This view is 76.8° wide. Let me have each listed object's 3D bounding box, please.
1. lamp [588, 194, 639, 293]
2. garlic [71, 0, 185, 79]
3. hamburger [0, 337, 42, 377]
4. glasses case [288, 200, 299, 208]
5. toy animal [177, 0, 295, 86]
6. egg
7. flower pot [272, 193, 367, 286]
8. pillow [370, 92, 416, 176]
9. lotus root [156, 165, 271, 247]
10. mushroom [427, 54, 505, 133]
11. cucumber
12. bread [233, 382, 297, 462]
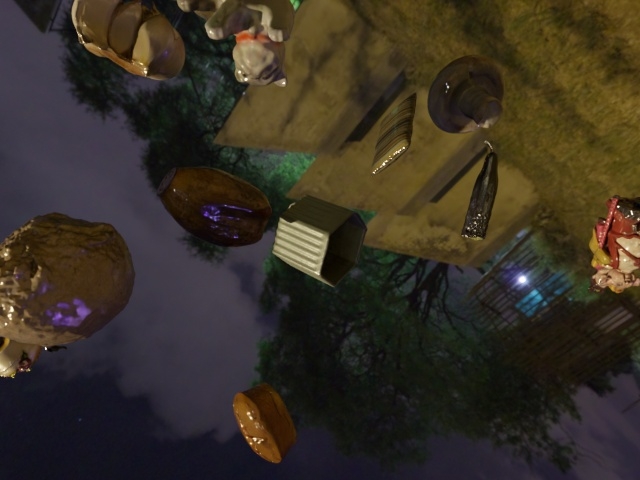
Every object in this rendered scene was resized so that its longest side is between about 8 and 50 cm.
[{"bbox_3d":[0.646,0.029,0.872,0.119,0.253,0.118,1,-155,0],"label":"lamp"},{"bbox_3d":[-0.519,-0.575,1.133,0.281,0.203,0.185,21,-177,-21],"label":"garlic"},{"bbox_3d":[-0.896,0.310,1.188,0.116,0.210,0.172,34,-123,-42],"label":"hamburger"},{"bbox_3d":[-0.076,-0.071,1.889,0.059,0.092,0.233,-110,-3,-74],"label":"glasses case"},{"bbox_3d":[-0.198,-0.465,0.881,0.188,0.308,0.266,79,-167,-67],"label":"toy animal"},{"bbox_3d":[-0.520,0.076,0.821,0.279,0.279,0.310,37,-175,-11],"label":"egg"},{"bbox_3d":[0.000,0.000,1.197,0.190,0.209,0.239,23,-130,30],"label":"flower pot"},{"bbox_3d":[0.154,-0.221,0.837,0.038,0.113,0.203,33,-134,-17],"label":"pillow"},{"bbox_3d":[-0.267,-0.089,1.006,0.291,0.193,0.193,19,-148,-50],"label":"lotus root"},{"bbox_3d":[0.461,-0.430,1.229,0.244,0.243,0.243,34,-155,-18],"label":"mushroom"},{"bbox_3d":[0.271,-0.081,0.669,0.043,0.163,0.039,16,-174,19],"label":"cucumber"},{"bbox_3d":[-0.197,0.635,1.408,0.143,0.195,0.269,-24,-93,-40],"label":"bread"}]
